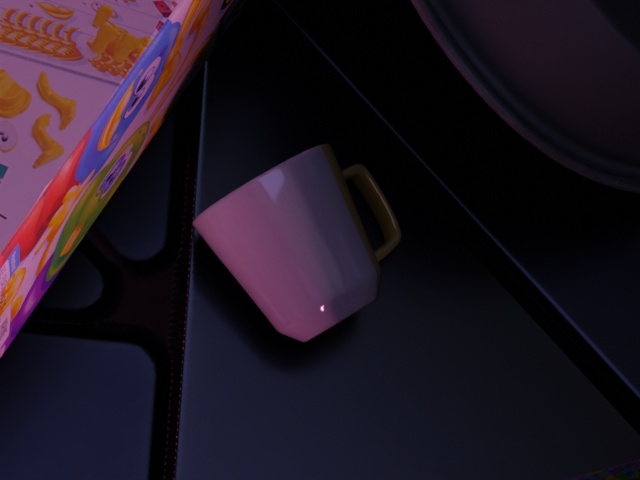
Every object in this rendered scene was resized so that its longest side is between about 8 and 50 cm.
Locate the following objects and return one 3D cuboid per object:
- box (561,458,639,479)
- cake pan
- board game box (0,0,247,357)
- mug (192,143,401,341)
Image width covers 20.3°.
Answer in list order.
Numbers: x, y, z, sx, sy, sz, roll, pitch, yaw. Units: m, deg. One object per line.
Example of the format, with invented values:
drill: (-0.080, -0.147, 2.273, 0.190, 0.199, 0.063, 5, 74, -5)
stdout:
box: (0.200, 0.197, 0.582, 0.290, 0.177, 0.279, -14, 74, -2)
cake pan: (0.124, -0.165, 0.705, 0.293, 0.054, 0.293, 15, 68, -41)
board game box: (-0.115, -0.099, 0.672, 0.144, 0.142, 0.275, 32, 69, 1)
mug: (-0.001, 0.001, 0.704, 0.078, 0.062, 0.064, -30, 87, -11)
